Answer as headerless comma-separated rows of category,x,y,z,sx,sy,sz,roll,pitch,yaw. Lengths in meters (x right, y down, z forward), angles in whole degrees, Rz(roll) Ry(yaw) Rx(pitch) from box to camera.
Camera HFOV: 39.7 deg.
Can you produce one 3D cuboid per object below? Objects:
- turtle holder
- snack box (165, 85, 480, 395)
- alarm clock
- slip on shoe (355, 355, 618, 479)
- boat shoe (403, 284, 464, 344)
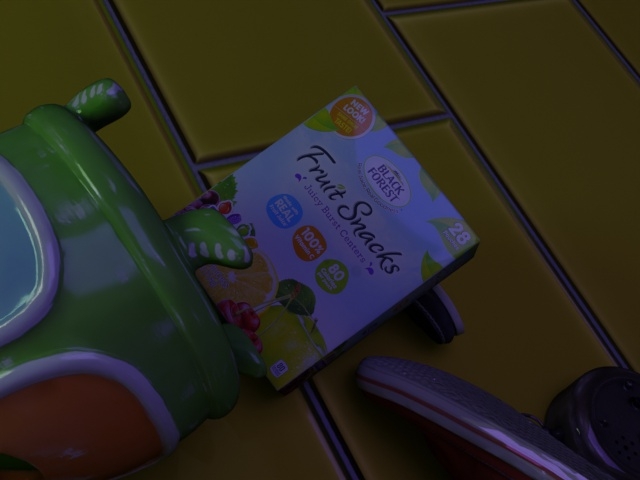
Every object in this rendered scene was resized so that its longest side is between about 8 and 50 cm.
turtle holder,-0.204,0.022,0.611,0.227,0.243,0.320,-32,81,-19
snack box,0.000,0.000,0.751,0.207,0.070,0.174,-36,77,-6
alarm clock,0.258,0.178,0.806,0.192,0.064,0.129,5,55,-16
slip on shoe,0.159,0.203,0.716,0.331,0.101,0.123,34,8,15
boat shoe,0.034,0.019,0.826,0.233,0.084,0.079,43,79,4
